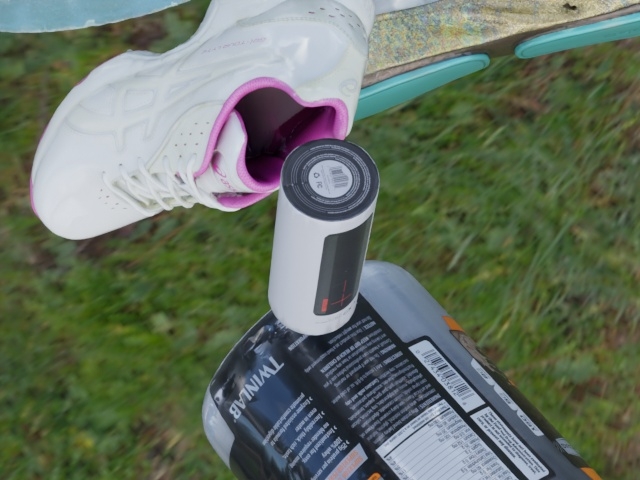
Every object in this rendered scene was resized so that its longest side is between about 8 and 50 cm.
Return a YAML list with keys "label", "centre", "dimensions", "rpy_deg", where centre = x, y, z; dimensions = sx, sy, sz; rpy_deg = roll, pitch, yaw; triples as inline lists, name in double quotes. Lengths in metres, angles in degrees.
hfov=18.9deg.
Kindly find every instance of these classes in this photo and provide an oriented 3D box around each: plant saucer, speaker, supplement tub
- label: "plant saucer"
  centre: [-0.084, -0.111, 0.730]
  dimensions: [0.119, 0.119, 0.021]
  rpy_deg: [-3, 118, 14]
- label: "speaker"
  centre: [0.000, 0.000, 1.088]
  dimensions: [0.055, 0.136, 0.055]
  rpy_deg: [2, 60, -4]
- label: "supplement tub"
  centre: [0.085, 0.193, 1.424]
  dimensions: [0.207, 0.207, 0.338]
  rpy_deg: [-49, 65, 17]

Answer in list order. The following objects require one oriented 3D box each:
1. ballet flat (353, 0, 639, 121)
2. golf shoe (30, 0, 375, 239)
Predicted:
- label: "ballet flat"
  centre: [0.125, -0.180, 1.474]
  dimensions: [0.348, 0.123, 0.123]
  rpy_deg: [-16, 96, 3]
- label: "golf shoe"
  centre: [-0.091, -0.070, 1.322]
  dimensions: [0.306, 0.140, 0.115]
  rpy_deg: [-34, 131, 29]
